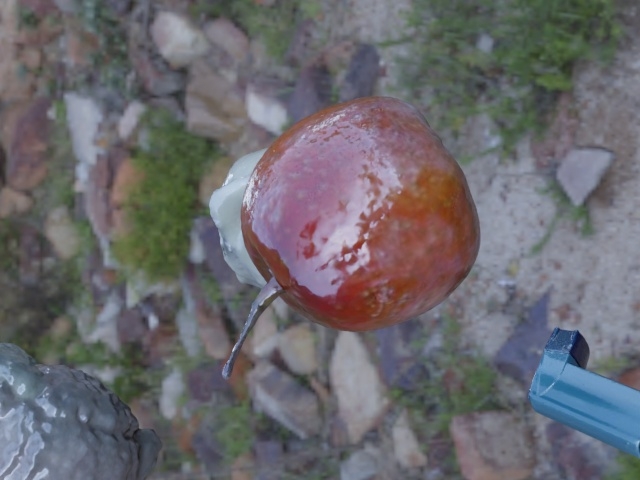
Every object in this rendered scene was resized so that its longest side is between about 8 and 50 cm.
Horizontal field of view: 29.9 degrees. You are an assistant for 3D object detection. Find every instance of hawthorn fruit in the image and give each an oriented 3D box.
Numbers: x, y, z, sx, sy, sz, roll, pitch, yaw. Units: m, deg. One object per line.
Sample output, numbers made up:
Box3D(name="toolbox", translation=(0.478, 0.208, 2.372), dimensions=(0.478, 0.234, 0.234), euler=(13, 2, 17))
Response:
Box3D(name="hawthorn fruit", translation=(0.030, -0.027, 1.186), dimensions=(0.231, 0.263, 0.235), euler=(-41, 61, 41))

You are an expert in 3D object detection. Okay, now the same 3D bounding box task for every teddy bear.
Box3D(name="teddy bear", translation=(-0.220, 0.195, 0.744), dimensions=(0.267, 0.151, 0.236), euler=(-55, 6, -9))

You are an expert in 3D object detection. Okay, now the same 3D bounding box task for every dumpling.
Box3D(name="dumpling", translation=(-0.002, -0.035, 1.465), dimensions=(0.318, 0.242, 0.187), euler=(-3, -102, -78))

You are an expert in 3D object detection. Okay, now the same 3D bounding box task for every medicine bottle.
Box3D(name="medicine bottle", translation=(0.398, 0.217, 1.638), dimensions=(0.258, 0.124, 0.079), euler=(24, 150, 41))
